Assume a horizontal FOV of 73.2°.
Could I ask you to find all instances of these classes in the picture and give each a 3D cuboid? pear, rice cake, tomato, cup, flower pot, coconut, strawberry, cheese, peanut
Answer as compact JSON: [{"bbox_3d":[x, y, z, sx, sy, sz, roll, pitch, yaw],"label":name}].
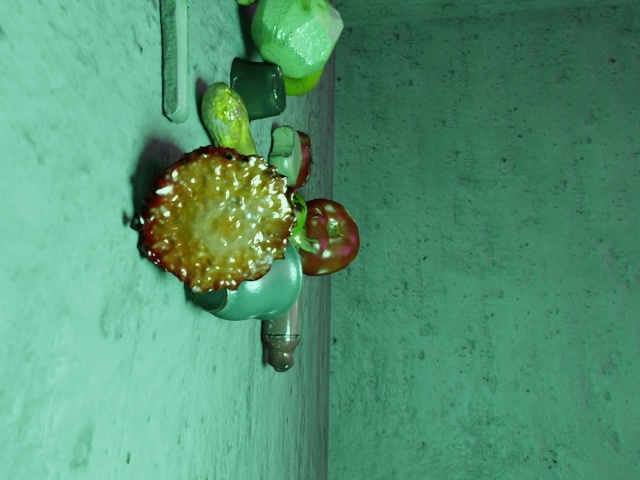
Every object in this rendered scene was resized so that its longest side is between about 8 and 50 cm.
[{"bbox_3d":[-0.076,-0.520,1.270,0.220,0.187,0.188,-108,-170,-57],"label":"pear"},{"bbox_3d":[-0.228,-0.290,0.678,0.047,0.036,0.207,-9,99,-70],"label":"rice cake"},{"bbox_3d":[0.000,0.000,1.580,0.226,0.298,0.299,-37,-140,47],"label":"tomato"},{"bbox_3d":[-0.152,0.070,0.772,0.150,0.199,0.199,-21,111,-63],"label":"cup"},{"bbox_3d":[-0.143,-0.363,1.046,0.157,0.106,0.158,-2,90,-84],"label":"flower pot"},{"bbox_3d":[-0.056,-0.530,1.064,0.204,0.235,0.236,118,-27,-79],"label":"coconut"},{"bbox_3d":[-0.168,-0.044,0.674,0.178,0.233,0.234,-137,-140,-62],"label":"strawberry"},{"bbox_3d":[-0.114,-0.218,1.328,0.163,0.082,0.287,76,16,-56],"label":"cheese"},{"bbox_3d":[-0.179,-0.216,0.849,0.207,0.087,0.087,82,10,-54],"label":"peanut"},{"bbox_3d":[-0.071,-0.304,1.591,0.228,0.101,0.228,-2,90,-85],"label":"tomato"}]

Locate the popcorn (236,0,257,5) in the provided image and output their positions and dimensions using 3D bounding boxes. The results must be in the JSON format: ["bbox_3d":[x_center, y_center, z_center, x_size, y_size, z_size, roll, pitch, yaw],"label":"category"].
[{"bbox_3d":[-0.177,-0.591,1.007,0.083,0.068,0.059,52,4,-6],"label":"popcorn"}]

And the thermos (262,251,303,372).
[{"bbox_3d":[-0.118,0.202,1.228,0.109,0.136,0.331,19,68,-52],"label":"thermos"}]

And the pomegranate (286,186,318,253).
[{"bbox_3d":[-0.083,-0.054,1.134,0.220,0.156,0.156,36,38,-26],"label":"pomegranate"}]

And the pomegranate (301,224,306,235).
[{"bbox_3d":[-0.112,-0.034,1.256,0.161,0.122,0.122,47,34,-35],"label":"pomegranate"}]
